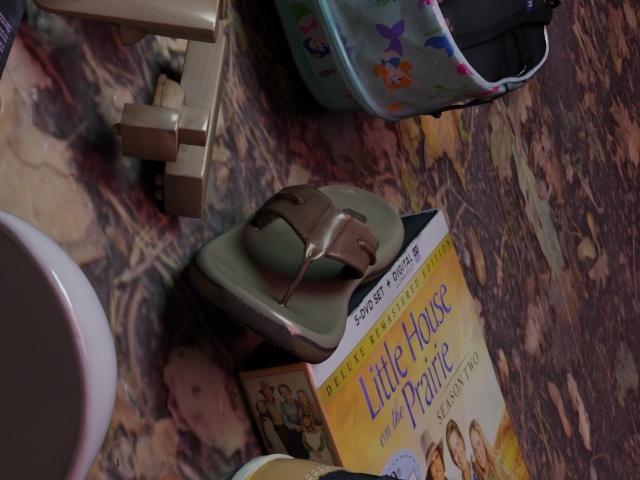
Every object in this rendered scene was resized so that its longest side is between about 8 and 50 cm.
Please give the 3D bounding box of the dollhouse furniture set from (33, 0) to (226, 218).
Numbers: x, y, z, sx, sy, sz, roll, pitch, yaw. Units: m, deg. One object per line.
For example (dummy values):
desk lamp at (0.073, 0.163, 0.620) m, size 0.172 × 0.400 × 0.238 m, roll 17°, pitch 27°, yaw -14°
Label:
dollhouse furniture set at (-0.124, -0.119, 0.805) m, size 0.151 × 0.123 × 0.144 m, roll 100°, pitch -4°, yaw -59°

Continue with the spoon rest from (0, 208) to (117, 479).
spoon rest at (-0.137, 0.114, 0.600) m, size 0.084 × 0.137 × 0.276 m, roll -28°, pitch 118°, yaw -44°

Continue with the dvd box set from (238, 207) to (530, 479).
dvd box set at (0.091, 0.219, 1.032) m, size 0.307 × 0.062 × 0.421 m, roll -42°, pitch 117°, yaw -59°

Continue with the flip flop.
flip flop at (0.000, 0.000, 0.881) m, size 0.112 × 0.080 × 0.277 m, roll 34°, pitch 25°, yaw 9°

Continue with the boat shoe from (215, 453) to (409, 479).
boat shoe at (0.004, 0.361, 0.718) m, size 0.187 × 0.156 × 0.500 m, roll 40°, pitch 47°, yaw -52°

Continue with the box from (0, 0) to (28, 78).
box at (-0.196, -0.128, 0.637) m, size 0.116 × 0.029 × 0.162 m, roll 56°, pitch 24°, yaw -37°

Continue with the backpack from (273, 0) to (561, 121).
backpack at (0.067, -0.204, 1.018) m, size 0.225 × 0.191 × 0.253 m, roll 71°, pitch 21°, yaw -7°
